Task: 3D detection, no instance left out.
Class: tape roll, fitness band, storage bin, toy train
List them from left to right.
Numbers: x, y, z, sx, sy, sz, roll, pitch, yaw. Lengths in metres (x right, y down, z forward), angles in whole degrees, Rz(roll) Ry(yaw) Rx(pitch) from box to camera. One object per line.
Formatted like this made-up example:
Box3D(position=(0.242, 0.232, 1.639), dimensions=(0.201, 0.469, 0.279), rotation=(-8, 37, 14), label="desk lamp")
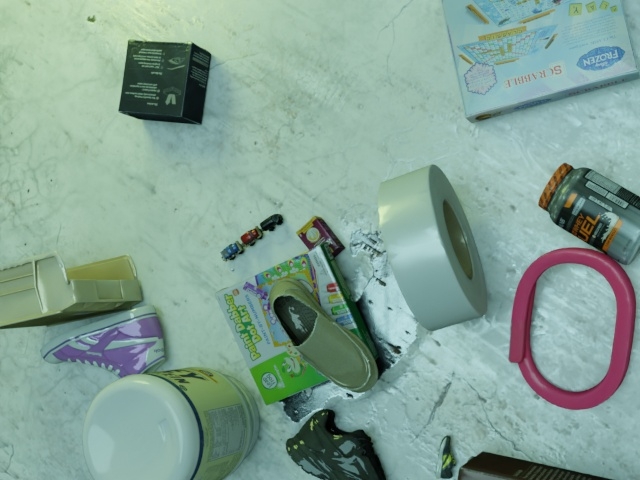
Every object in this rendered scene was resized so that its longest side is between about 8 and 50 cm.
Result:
Box3D(position=(-0.549, 0.104, 2.008), dimensions=(0.260, 0.262, 0.123), rotation=(-13, 83, 20), label="storage bin")
Box3D(position=(-0.143, -0.005, 1.980), dimensions=(0.158, 0.036, 0.027), rotation=(-36, 75, 15), label="toy train")
Box3D(position=(0.201, 0.014, 1.718), dimensions=(0.100, 0.286, 0.286), rotation=(-20, 80, 18), label="tape roll")
Box3D(position=(0.443, 0.155, 1.707), dimensions=(0.208, 0.054, 0.291), rotation=(9, 103, 25), label="fitness band")

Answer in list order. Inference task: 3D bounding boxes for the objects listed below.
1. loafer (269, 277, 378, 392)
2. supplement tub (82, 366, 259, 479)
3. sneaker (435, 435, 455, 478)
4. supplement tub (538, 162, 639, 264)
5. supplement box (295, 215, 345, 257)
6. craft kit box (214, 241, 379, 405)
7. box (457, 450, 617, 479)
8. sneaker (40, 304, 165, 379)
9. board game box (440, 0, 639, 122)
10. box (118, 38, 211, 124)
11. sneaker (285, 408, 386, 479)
Box3D(position=(-0.005, 0.186, 1.813), dimensions=(0.268, 0.092, 0.102), rotation=(44, 107, 7), label="loafer")
Box3D(position=(-0.272, 0.364, 1.851), dimensions=(0.235, 0.325, 0.236), rotation=(-1, 86, 21), label="supplement tub")
Box3D(position=(0.237, 0.406, 1.815), dimensions=(0.035, 0.031, 0.083), rotation=(10, 94, 8), label="sneaker")
Box3D(position=(0.486, -0.051, 1.700), dimensions=(0.190, 0.117, 0.117), rotation=(33, 98, 20), label="supplement tub")
Box3D(position=(0.000, 0.000, 1.921), dimensions=(0.055, 0.043, 0.083), rotation=(-43, 74, 13), label="supplement box")
Box3D(position=(-0.048, 0.164, 1.900), dimensions=(0.246, 0.061, 0.250), rotation=(-26, 90, 21), label="craft kit box")
Box3D(position=(0.429, 0.474, 1.649), dimensions=(0.381, 0.191, 0.143), rotation=(10, 90, 22), label="box")
Box3D(position=(-0.460, 0.252, 2.053), dimensions=(0.282, 0.102, 0.161), rotation=(-19, 83, 19), label="sneaker")
Box3D(position=(0.391, -0.411, 1.786), dimensions=(0.318, 0.066, 0.318), rotation=(-13, 82, 19), label="board game box")
Box3D(position=(-0.327, -0.333, 2.041), dimensions=(0.155, 0.093, 0.158), rotation=(8, 88, 21), label="box")
Box3D(position=(0.069, 0.433, 1.839), dimensions=(0.286, 0.109, 0.130), rotation=(37, 93, 17), label="sneaker")
